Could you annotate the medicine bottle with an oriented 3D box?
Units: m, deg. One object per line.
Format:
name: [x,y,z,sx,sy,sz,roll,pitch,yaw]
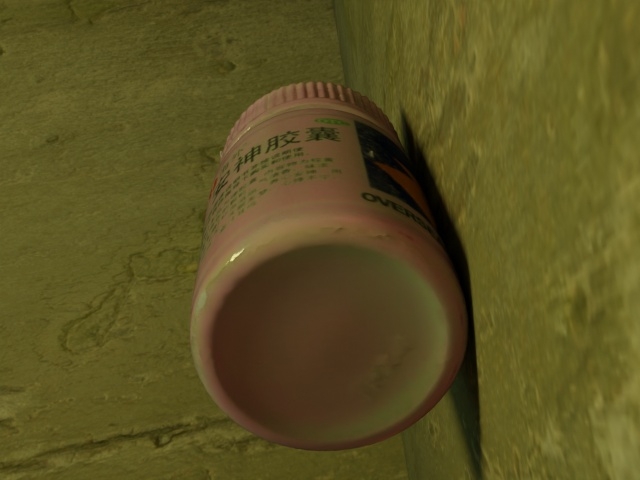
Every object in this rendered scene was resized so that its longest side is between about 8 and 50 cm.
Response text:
medicine bottle: [0.000,0.000,0.644,0.291,0.178,0.178,-94,-5,-62]
